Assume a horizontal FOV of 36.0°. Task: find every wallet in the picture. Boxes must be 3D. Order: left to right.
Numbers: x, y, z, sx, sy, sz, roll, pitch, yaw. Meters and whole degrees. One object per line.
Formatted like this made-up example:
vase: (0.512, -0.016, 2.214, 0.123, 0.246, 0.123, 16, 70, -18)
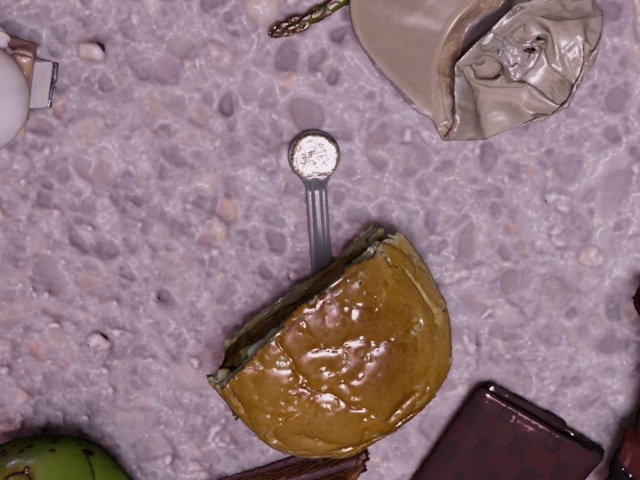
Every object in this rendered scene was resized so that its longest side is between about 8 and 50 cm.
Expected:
wallet: (0.220, 0.305, 1.245, 0.182, 0.049, 0.229, 30, 110, -4)

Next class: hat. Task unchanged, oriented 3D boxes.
hat: (0.172, -0.238, 1.065, 0.214, 0.149, 0.244, -45, 71, 24)

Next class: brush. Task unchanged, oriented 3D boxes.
brush: (0.000, 0.000, 1.181, 0.062, 0.027, 0.266, -4, 107, 0)

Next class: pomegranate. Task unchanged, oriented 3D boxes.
pomegranate: (-0.337, 0.375, 1.229, 0.254, 0.254, 0.270, -3, 127, 7)

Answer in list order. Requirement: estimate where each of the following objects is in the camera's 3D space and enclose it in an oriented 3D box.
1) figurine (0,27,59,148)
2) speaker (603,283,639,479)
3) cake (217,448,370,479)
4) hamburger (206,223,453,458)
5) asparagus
figurine: (-0.379, -0.163, 1.067, 0.141, 0.237, 0.162, 14, 111, -6)
speaker: (0.459, 0.207, 1.166, 0.259, 0.198, 0.329, -17, 127, -29)
cake: (-0.067, 0.325, 1.241, 0.295, 0.116, 0.113, -32, 103, 17)
hamburger: (0.025, 0.143, 1.159, 0.309, 0.132, 0.211, -40, 105, 10)
asparagus: (0.049, -0.287, 1.089, 0.248, 0.024, 0.025, -30, 59, 14)
